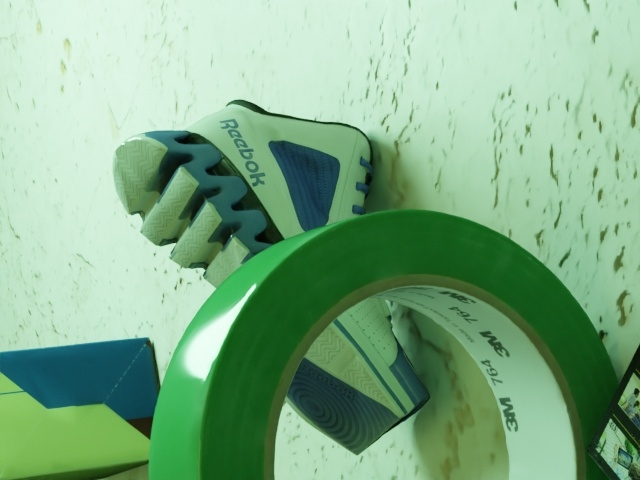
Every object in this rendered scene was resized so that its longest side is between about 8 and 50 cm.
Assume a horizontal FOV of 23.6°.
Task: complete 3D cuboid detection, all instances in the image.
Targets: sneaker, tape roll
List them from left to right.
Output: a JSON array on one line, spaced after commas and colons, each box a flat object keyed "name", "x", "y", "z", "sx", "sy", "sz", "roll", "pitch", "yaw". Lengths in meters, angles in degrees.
[{"name": "sneaker", "x": -0.001, "y": -0.001, "z": 1.240, "sx": 0.315, "sy": 0.182, "sz": 0.127, "roll": 49, "pitch": 145, "yaw": 2}, {"name": "tape roll", "x": 0.052, "y": 0.143, "z": 0.970, "sx": 0.077, "sy": 0.321, "sz": 0.321, "roll": -14, "pitch": 82, "yaw": 59}]

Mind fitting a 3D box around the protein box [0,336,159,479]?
[{"name": "protein box", "x": -0.305, "y": 0.199, "z": 1.693, "sx": 0.201, "sy": 0.200, "sz": 0.136, "roll": -28, "pitch": 69, "yaw": 57}]

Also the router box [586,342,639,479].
[{"name": "router box", "x": 0.246, "y": 0.135, "z": 0.912, "sx": 0.179, "sy": 0.046, "sz": 0.133, "roll": 53, "pitch": 136, "yaw": 42}]
